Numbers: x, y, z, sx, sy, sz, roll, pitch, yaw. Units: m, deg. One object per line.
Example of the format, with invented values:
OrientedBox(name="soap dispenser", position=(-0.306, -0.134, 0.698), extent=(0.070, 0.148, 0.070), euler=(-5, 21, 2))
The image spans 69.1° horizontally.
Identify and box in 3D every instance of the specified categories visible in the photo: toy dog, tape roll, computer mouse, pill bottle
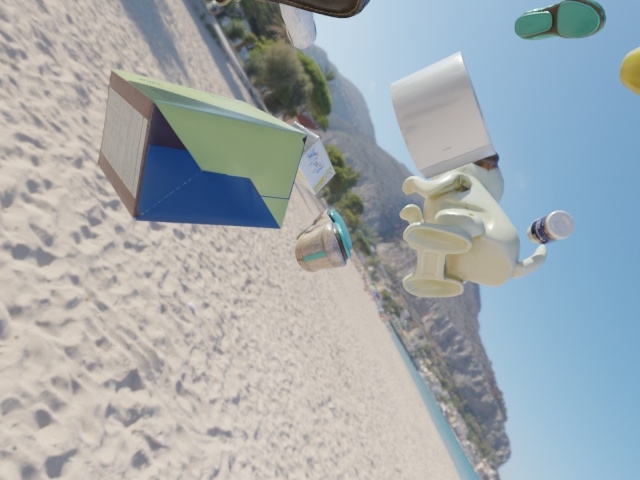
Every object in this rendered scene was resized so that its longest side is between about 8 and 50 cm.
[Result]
OrientedBox(name="toy dog", position=(0.408, -0.086, 1.297), extent=(0.285, 0.394, 0.408), euler=(68, 29, -44))
OrientedBox(name="tape roll", position=(0.286, -0.285, 1.083), extent=(0.246, 0.169, 0.246), euler=(44, 36, -46))
OrientedBox(name="computer mouse", position=(-0.052, -0.511, 1.010), extent=(0.042, 0.105, 0.193), euler=(-105, 175, -50))
OrientedBox(name="pill bottle", position=(0.553, -0.027, 1.129), extent=(0.067, 0.067, 0.120), euler=(61, -7, 8))

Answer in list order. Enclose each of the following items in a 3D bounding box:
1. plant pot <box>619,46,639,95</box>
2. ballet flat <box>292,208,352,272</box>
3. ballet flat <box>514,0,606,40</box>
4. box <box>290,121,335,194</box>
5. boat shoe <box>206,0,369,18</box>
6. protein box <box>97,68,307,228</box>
OrientedBox(name="plant pot", position=(0.699, -0.362, 0.982), extent=(0.095, 0.134, 0.134), euler=(31, -22, 50))
OrientedBox(name="ballet flat", position=(0.000, 0.000, 0.905), extent=(0.316, 0.106, 0.108), euler=(-34, 102, -84))
OrientedBox(name="ballet flat", position=(0.561, -0.507, 1.061), extent=(0.247, 0.087, 0.083), euler=(-139, -146, -61))
OrientedBox(name="box", position=(-0.047, -0.251, 1.447), extent=(0.114, 0.103, 0.203), euler=(38, -8, 27))
OrientedBox(name="boat shoe", position=(-0.108, -0.343, 0.561), extent=(0.355, 0.130, 0.132), euler=(22, -23, 2))
OrientedBox(name="protein box", position=(-0.164, -0.120, 0.620), extent=(0.199, 0.136, 0.201), euler=(3, 24, -38))
